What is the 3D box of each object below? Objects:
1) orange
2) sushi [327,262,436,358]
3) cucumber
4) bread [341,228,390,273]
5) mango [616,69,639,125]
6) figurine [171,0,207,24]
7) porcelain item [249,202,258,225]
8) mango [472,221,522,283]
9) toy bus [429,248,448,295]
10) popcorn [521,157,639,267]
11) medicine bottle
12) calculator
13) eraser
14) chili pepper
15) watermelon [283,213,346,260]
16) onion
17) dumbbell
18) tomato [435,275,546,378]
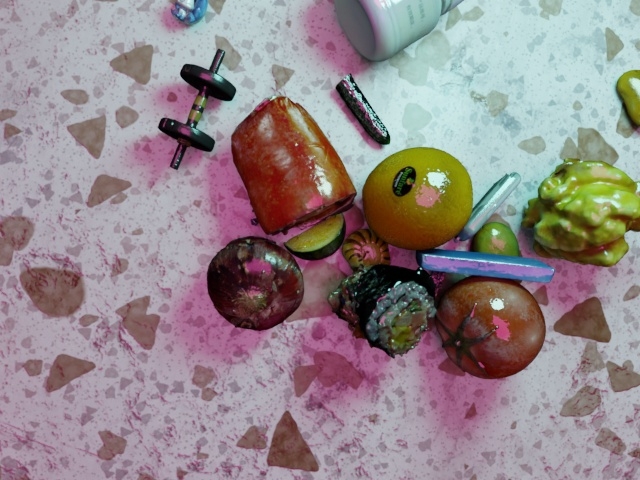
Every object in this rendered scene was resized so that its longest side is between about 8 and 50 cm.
[{"bbox_3d":[0.241,-0.103,1.137,0.274,0.274,0.274,0,90,-5],"label":"orange"},{"bbox_3d":[0.150,0.160,1.152,0.225,0.219,0.238,-34,113,-22],"label":"sushi"},{"bbox_3d":[0.122,-0.346,1.227,0.052,0.058,0.214,-41,97,-37],"label":"cucumber"},{"bbox_3d":[0.127,0.036,1.225,0.130,0.071,0.139,-15,92,-9],"label":"bread"},{"bbox_3d":[0.920,-0.404,1.279,0.115,0.090,0.178,-24,84,3],"label":"mango"},{"bbox_3d":[-0.332,-0.614,1.177,0.114,0.079,0.114,-15,63,32],"label":"figurine"},{"bbox_3d":[-0.159,-0.068,1.223,0.075,0.021,0.136,-43,93,-1],"label":"porcelain item"},{"bbox_3d":[0.485,0.044,1.245,0.122,0.085,0.191,-13,90,-6],"label":"mango"},{"bbox_3d":[0.324,0.088,1.249,0.037,0.052,0.130,25,86,4],"label":"toy bus"},{"bbox_3d":[0.710,-0.053,1.184,0.290,0.326,0.321,-51,53,3],"label":"popcorn"},{"bbox_3d":[0.210,-0.626,1.140,0.302,0.241,0.241,-33,93,-4],"label":"medicine bottle"},{"bbox_3d":[0.439,-0.087,1.215,0.045,0.141,0.246,42,86,8],"label":"calculator"},{"bbox_3d":[0.401,0.059,1.145,0.312,0.144,0.042,6,98,5],"label":"eraser"},{"bbox_3d":[-0.081,-0.175,1.152,0.251,0.229,0.305,-34,77,25],"label":"chili pepper"},{"bbox_3d":[0.004,0.008,1.232,0.182,0.075,0.092,-31,48,-6],"label":"watermelon"},{"bbox_3d":[-0.164,0.105,1.141,0.247,0.190,0.246,-2,112,-6],"label":"onion"},{"bbox_3d":[-0.311,-0.332,1.148,0.143,0.143,0.325,22,88,-4],"label":"dumbbell"},{"bbox_3d":[0.433,0.210,1.157,0.265,0.265,0.264,0,90,-5],"label":"tomato"}]
